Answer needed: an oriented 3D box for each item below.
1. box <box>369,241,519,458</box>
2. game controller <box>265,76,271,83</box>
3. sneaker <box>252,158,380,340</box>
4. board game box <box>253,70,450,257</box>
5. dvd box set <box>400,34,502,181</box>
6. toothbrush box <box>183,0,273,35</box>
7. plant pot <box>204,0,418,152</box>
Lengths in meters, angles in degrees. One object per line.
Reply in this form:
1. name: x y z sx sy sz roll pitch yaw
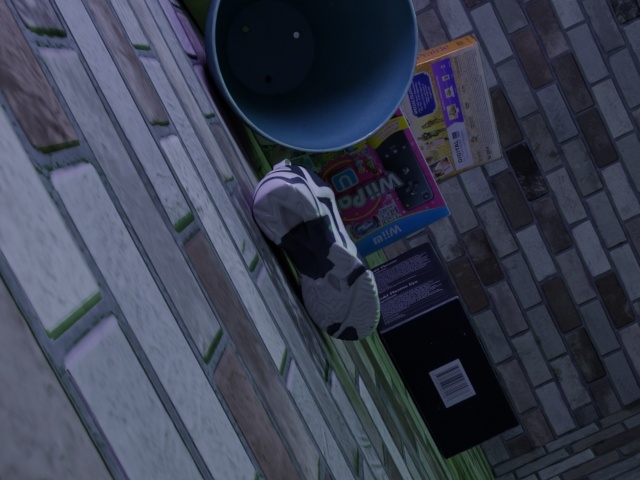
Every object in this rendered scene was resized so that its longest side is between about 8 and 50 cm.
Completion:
1. box: 0.253 0.229 2.071 0.343 0.179 0.312 62 4 -21
2. game controller: -0.079 -0.281 1.999 0.319 0.067 0.166 -109 -175 -51
3. sneaker: 0.000 0.000 1.168 0.235 0.094 0.153 51 18 -21
4. board game box: 0.045 -0.132 1.533 0.303 0.224 0.097 61 5 -24
5. dvd box set: 0.183 -0.252 2.162 0.062 0.420 0.307 -111 180 -57
6. toothbrush box: -0.160 -0.417 1.448 0.206 0.122 0.283 67 7 29
7. plant pot: -0.039 -0.271 1.326 0.290 0.290 0.195 62 -17 -18
